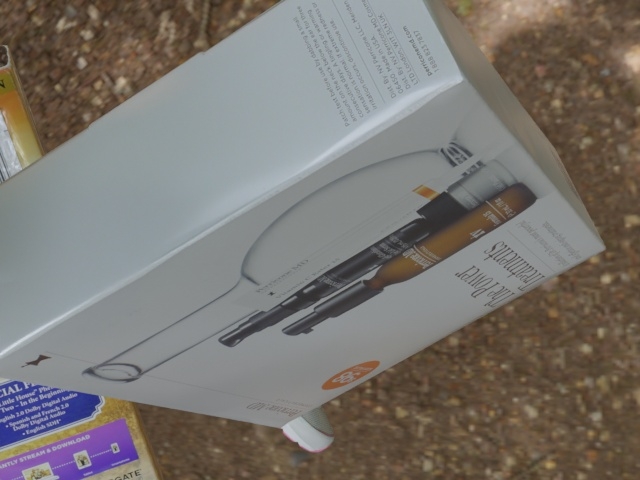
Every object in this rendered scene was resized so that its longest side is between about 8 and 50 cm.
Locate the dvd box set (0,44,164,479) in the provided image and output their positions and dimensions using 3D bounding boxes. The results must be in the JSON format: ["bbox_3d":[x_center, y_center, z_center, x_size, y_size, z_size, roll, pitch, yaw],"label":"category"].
[{"bbox_3d":[-0.317,0.092,0.955,0.307,0.062,0.421,-19,118,-7],"label":"dvd box set"}]

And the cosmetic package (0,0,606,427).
[{"bbox_3d":[0.000,0.000,0.759,0.284,0.377,0.097,-29,69,15],"label":"cosmetic package"}]

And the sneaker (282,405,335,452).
[{"bbox_3d":[-0.026,0.135,1.528,0.111,0.103,0.252,-20,90,13],"label":"sneaker"}]
